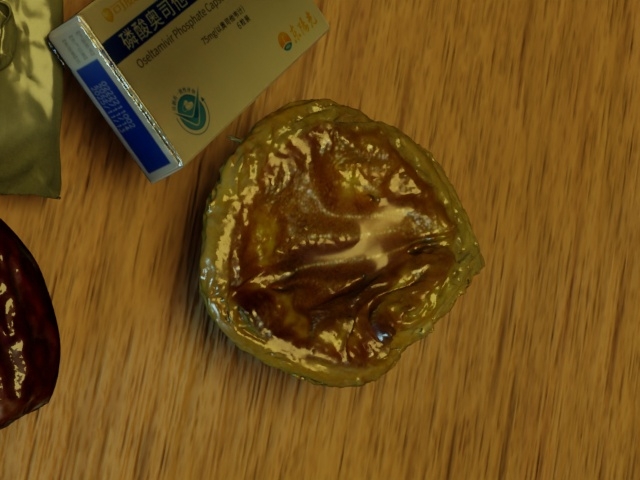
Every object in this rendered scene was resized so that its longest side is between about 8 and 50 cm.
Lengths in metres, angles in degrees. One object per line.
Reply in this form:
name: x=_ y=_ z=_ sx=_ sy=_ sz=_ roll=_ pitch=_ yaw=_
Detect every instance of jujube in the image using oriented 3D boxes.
jujube: x=-0.363 y=0.074 z=1.708 sx=0.183 sy=0.183 sz=0.243 roll=-23 pitch=86 yaw=-32

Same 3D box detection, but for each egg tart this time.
egg tart: x=0.000 y=0.000 z=1.956 sx=0.339 sy=0.153 sz=0.351 roll=46 pitch=64 yaw=-18

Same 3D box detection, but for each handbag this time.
handbag: x=-0.382 y=-0.210 z=1.775 sx=0.253 sy=0.109 sz=0.316 roll=5 pitch=86 yaw=-36

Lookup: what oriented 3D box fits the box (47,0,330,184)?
box: x=-0.139 y=-0.234 z=1.898 sx=0.200 sy=0.065 sz=0.343 roll=56 pitch=43 yaw=-14
